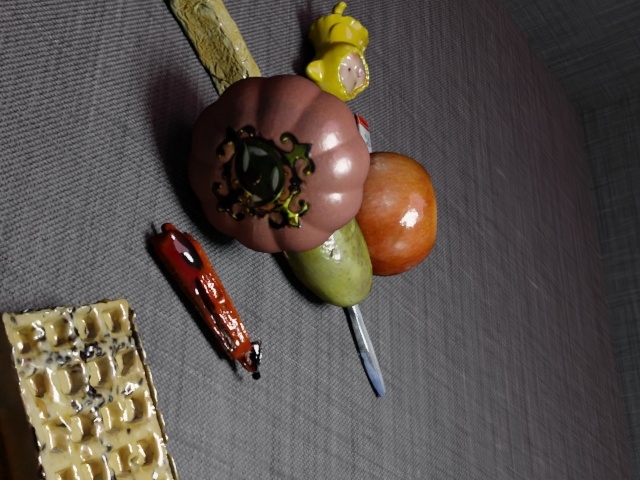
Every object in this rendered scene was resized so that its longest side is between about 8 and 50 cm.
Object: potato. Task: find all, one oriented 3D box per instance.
[{"bbox_3d":[0.000,0.000,1.945,0.176,0.141,0.298,-50,126,-44],"label":"potato"}]

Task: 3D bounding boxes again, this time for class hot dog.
[{"bbox_3d":[-0.183,-0.358,1.884,0.242,0.084,0.073,59,26,-21],"label":"hot dog"}]

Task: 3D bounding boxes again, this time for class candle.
[{"bbox_3d":[-0.172,0.101,1.653,0.084,0.059,0.301,-46,113,-46],"label":"candle"}]

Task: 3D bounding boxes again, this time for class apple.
[{"bbox_3d":[0.136,-0.056,2.116,0.272,0.206,0.251,-64,138,-79],"label":"apple"}]

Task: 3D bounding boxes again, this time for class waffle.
[{"bbox_3d":[-0.293,0.262,1.276,0.261,0.114,0.376,-3,76,-61],"label":"waffle"}]

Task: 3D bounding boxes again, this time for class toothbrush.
[{"bbox_3d":[0.059,0.120,2.081,0.035,0.042,0.413,-28,101,-62],"label":"toothbrush"}]

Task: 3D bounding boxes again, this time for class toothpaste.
[{"bbox_3d":[0.102,-0.204,2.363,0.048,0.031,0.190,34,43,-44],"label":"toothpaste"}]

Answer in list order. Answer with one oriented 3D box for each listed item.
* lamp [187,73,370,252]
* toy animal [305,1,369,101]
[{"bbox_3d":[-0.067,-0.130,1.733,0.305,0.305,0.239,66,17,-11],"label":"lamp"},{"bbox_3d":[0.035,-0.404,2.257,0.156,0.156,0.229,43,49,-42],"label":"toy animal"}]
